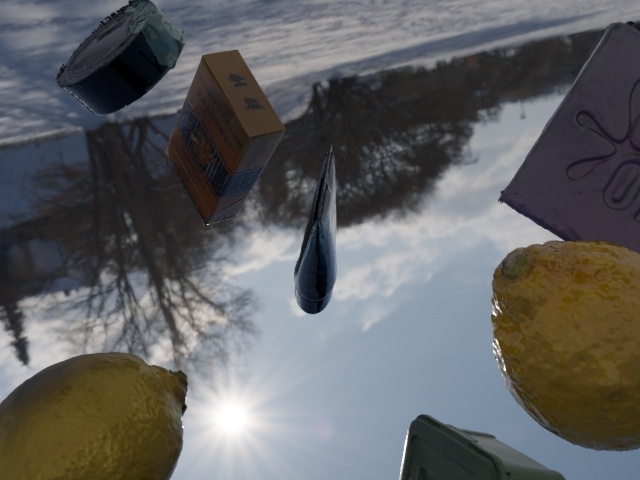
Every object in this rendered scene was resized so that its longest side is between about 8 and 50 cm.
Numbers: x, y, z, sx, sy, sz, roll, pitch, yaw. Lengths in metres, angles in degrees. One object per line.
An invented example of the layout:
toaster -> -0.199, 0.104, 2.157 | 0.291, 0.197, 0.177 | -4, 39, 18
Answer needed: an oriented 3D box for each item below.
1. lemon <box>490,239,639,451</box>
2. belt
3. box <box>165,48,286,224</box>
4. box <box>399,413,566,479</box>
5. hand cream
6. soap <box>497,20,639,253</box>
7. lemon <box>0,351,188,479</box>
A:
lemon -> 0.193, 0.070, 0.538 | 0.142, 0.187, 0.142 | -41, -156, 23
belt -> -0.272, -0.253, 1.052 | 0.199, 0.078, 0.151 | -14, -132, 37
box -> -0.151, -0.150, 1.150 | 0.070, 0.152, 0.237 | -21, 161, -32
box -> 0.274, 0.460, 1.333 | 0.178, 0.252, 0.329 | 8, -179, -20
hand cream -> 0.000, 0.000, 1.026 | 0.061, 0.270, 0.120 | 10, -124, 1
soap -> 0.435, -0.097, 1.015 | 0.296, 0.285, 0.107 | 30, -174, 7
lemon -> -0.248, 0.217, 0.800 | 0.257, 0.188, 0.188 | -40, -158, -25
